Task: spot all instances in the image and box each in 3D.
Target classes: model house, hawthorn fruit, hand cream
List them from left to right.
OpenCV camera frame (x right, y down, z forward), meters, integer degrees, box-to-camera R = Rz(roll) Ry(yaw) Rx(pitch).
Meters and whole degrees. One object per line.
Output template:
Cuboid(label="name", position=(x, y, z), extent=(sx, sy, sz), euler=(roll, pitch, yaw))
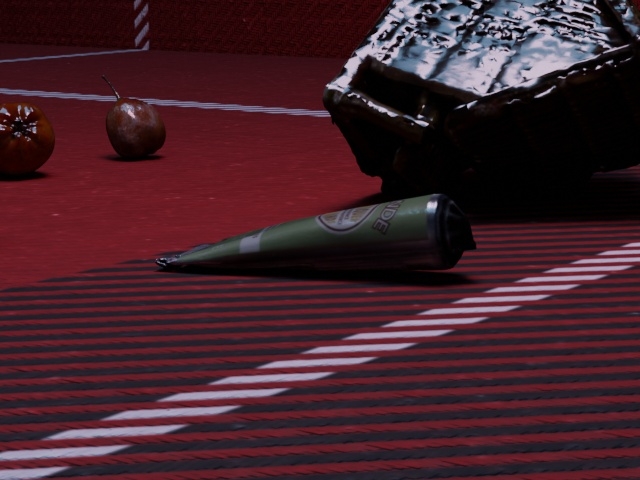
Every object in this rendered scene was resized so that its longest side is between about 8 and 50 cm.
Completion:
Cuboid(label="hawthorn fruit", position=(-0.320, -0.100, 1.707), extent=(0.081, 0.081, 0.093), euler=(-5, -18, -22))
Cuboid(label="hawthorn fruit", position=(-0.214, -0.142, 1.834), extent=(0.067, 0.103, 0.067), euler=(-21, -1, 0))
Cuboid(label="hand cream", position=(0.000, 0.000, 1.203), extent=(0.235, 0.055, 0.086), euler=(-4, 6, 22))
Cuboid(label="model house", position=(0.209, -0.121, 1.538), extent=(0.282, 0.297, 0.317), euler=(15, -21, 26))
